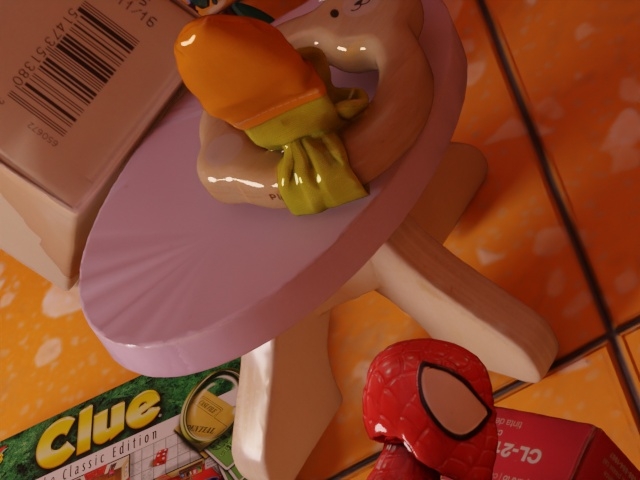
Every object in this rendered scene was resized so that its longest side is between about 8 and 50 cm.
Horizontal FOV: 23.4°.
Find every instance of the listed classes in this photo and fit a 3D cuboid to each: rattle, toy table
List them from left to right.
[{"bbox_3d":[-0.009,-0.122,0.781,0.130,0.143,0.199,-5,50,46],"label":"rattle"},{"bbox_3d":[0.000,0.000,0.874,0.274,0.161,0.252,-46,43,-17],"label":"toy table"}]

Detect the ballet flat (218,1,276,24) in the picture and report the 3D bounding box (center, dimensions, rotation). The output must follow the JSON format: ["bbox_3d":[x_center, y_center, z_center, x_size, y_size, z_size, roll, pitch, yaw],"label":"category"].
[{"bbox_3d":[-0.026,-0.103,1.102,0.067,0.073,0.206,-64,32,18],"label":"ballet flat"}]

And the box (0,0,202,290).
[{"bbox_3d":[-0.171,-0.075,1.015,0.148,0.121,0.311,-55,3,-13],"label":"box"}]

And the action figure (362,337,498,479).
[{"bbox_3d":[0.068,0.146,0.317,0.139,0.091,0.280,-17,68,20],"label":"action figure"}]

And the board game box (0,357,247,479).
[{"bbox_3d":[-0.132,0.154,0.977,0.260,0.030,0.136,-26,40,20],"label":"board game box"}]

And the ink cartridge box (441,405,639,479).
[{"bbox_3d":[0.089,0.181,0.683,0.072,0.127,0.175,7,60,44],"label":"ink cartridge box"}]

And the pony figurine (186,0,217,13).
[{"bbox_3d":[-0.155,-0.294,1.172,0.363,0.351,0.302,7,81,46],"label":"pony figurine"}]
